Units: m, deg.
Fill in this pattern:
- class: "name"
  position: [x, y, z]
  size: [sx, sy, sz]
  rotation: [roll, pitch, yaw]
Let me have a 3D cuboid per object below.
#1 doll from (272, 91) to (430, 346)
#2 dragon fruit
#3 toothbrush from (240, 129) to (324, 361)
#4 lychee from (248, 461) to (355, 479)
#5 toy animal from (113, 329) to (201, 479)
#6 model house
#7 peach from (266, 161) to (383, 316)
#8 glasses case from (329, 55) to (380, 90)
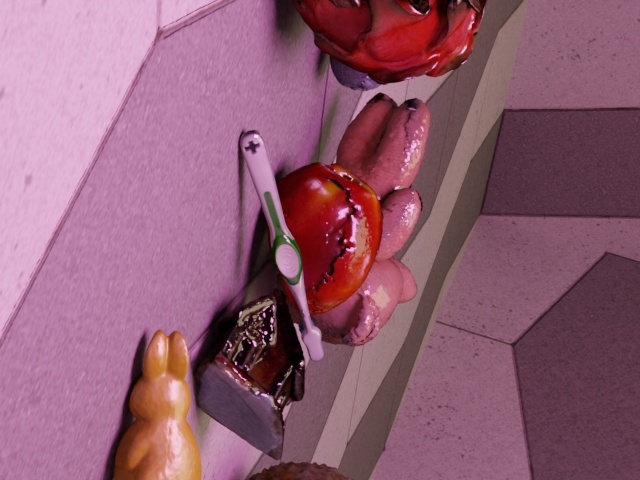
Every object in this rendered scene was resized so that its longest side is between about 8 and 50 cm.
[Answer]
- class: "doll"
  position: [0.066, -0.016, 1.648]
  size: [0.156, 0.201, 0.303]
  rotation: [26, 86, -34]
- class: "dragon fruit"
  position: [0.061, -0.256, 1.310]
  size: [0.274, 0.193, 0.192]
  rotation: [54, 45, -46]
- class: "toothbrush"
  position: [-0.035, 0.011, 1.432]
  size: [0.030, 0.030, 0.304]
  rotation: [-63, 149, -42]
- class: "lychee"
  position: [-0.018, 0.397, 1.744]
  size: [0.274, 0.255, 0.255]
  rotation: [114, 1, -53]
- class: "toy animal"
  position: [-0.138, 0.155, 1.248]
  size: [0.083, 0.070, 0.159]
  rotation: [-3, 100, -36]
- class: "model house"
  position: [-0.060, 0.121, 1.485]
  size: [0.165, 0.106, 0.152]
  rotation: [98, 15, -56]
- class: "peach"
  position: [-0.003, -0.001, 1.517]
  size: [0.092, 0.127, 0.172]
  rotation: [16, 88, -78]
- class: "glasses case"
  position: [0.076, -0.301, 1.538]
  size: [0.109, 0.067, 0.282]
  rotation: [24, -80, 59]
